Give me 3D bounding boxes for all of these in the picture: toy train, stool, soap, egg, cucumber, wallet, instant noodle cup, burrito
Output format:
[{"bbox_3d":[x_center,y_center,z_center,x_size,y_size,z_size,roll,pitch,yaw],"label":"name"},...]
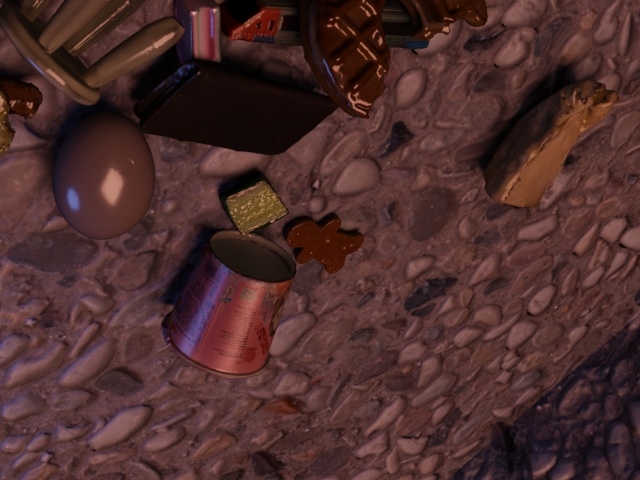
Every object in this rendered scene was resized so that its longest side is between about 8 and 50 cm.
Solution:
[{"bbox_3d":[0.012,-0.392,1.805,0.409,0.086,0.089,-3,127,-30],"label":"toy train"},{"bbox_3d":[-0.349,-0.337,1.544,0.198,0.195,0.195,-42,140,9],"label":"stool"},{"bbox_3d":[-0.205,-0.344,1.703,0.056,0.100,0.149,-14,139,-18],"label":"soap"},{"bbox_3d":[-0.373,-0.114,1.774,0.176,0.176,0.232,-9,128,-25],"label":"egg"},{"bbox_3d":[-0.137,-0.080,2.052,0.115,0.062,0.116,-29,134,-7],"label":"cucumber"},{"bbox_3d":[-0.143,-0.229,1.842,0.197,0.051,0.377,-35,154,35],"label":"wallet"},{"bbox_3d":[-0.180,0.121,2.115,0.243,0.243,0.231,4,121,-36],"label":"instant noodle cup"},{"bbox_3d":[0.495,-0.228,2.254,0.190,0.135,0.332,9,123,-50],"label":"burrito"}]

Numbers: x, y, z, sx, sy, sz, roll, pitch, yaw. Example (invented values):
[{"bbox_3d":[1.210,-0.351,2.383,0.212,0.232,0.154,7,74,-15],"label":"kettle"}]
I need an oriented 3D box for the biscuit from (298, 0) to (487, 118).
[{"bbox_3d":[0.112,-0.398,1.741,0.366,0.115,0.268,-45,111,-23],"label":"biscuit"}]

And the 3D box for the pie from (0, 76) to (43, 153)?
[{"bbox_3d":[-0.599,-0.211,1.585,0.257,0.105,0.274,-31,141,15],"label":"pie"}]

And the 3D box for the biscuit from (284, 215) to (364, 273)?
[{"bbox_3d":[0.000,-0.001,2.247,0.205,0.031,0.138,21,117,-45],"label":"biscuit"}]
